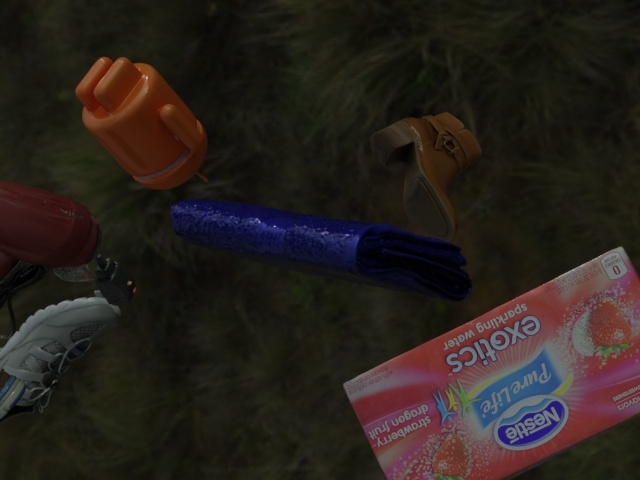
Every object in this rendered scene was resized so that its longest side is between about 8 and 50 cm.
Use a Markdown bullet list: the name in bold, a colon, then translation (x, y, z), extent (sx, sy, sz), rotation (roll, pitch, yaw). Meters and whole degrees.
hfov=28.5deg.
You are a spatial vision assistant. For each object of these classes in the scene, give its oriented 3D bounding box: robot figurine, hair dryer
- **robot figurine**: translation (-0.243, -0.158, 1.753), extent (0.158, 0.219, 0.128), rotation (-25, 40, 18)
- **hair dryer**: translation (-0.343, 0.025, 1.380), extent (0.293, 0.224, 0.080), rotation (70, -176, -51)

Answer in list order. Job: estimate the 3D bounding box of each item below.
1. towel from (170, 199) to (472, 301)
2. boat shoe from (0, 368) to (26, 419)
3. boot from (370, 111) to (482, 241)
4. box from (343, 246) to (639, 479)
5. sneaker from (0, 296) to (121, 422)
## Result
- **towel**: translation (0.000, 0.000, 1.477), extent (0.308, 0.228, 0.076), rotation (10, 84, 41)
- **boat shoe**: translation (-0.392, 0.188, 1.350), extent (0.066, 0.066, 0.183), rotation (44, 113, -11)
- **boot**: translation (0.179, -0.100, 1.812), extent (0.197, 0.152, 0.073), rotation (60, 141, 13)
- **box**: translation (0.194, 0.145, 1.230), extent (0.300, 0.142, 0.154), rotation (-26, 77, 8)
- **sneaker**: translation (-0.384, 0.181, 1.726), extent (0.281, 0.105, 0.115), rotation (-34, 66, 5)
